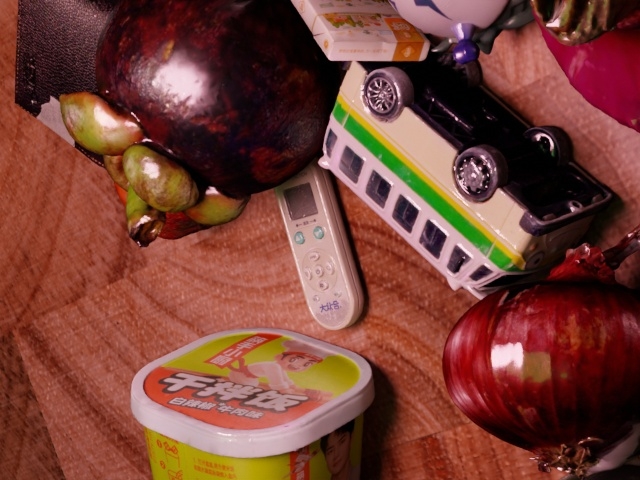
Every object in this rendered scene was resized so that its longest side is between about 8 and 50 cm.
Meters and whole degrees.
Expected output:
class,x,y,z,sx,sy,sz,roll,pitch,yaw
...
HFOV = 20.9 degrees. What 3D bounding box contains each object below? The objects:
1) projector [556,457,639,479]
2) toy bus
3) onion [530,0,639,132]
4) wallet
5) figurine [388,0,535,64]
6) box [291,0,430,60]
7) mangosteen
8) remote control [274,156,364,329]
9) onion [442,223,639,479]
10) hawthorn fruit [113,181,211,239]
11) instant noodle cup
class,x,y,z,sx,sy,sz,roll,pitch,yaw
projector,0.299,0.409,1.818,0.248,0.249,0.249,42,125,26
toy bus,0.147,-0.071,1.901,0.305,0.143,0.179,43,128,24
onion,0.312,-0.261,1.521,0.398,0.420,0.398,12,105,49
wallet,-0.330,-0.250,2.331,0.221,0.071,0.262,34,128,30
figurine,0.116,-0.373,1.822,0.382,0.186,0.261,65,158,1
box,0.024,-0.271,1.922,0.220,0.122,0.032,60,142,42
mangosteen,-0.125,-0.171,1.992,0.311,0.311,0.311,12,109,39
remote control,0.000,0.000,2.118,0.078,0.042,0.221,-16,90,44
onion,0.260,0.100,1.782,0.273,0.273,0.285,-4,73,42
hawthorn fruit,-0.192,-0.095,2.187,0.194,0.157,0.157,41,125,23
instant noodle cup,-0.077,0.304,2.135,0.294,0.294,0.307,17,118,38
